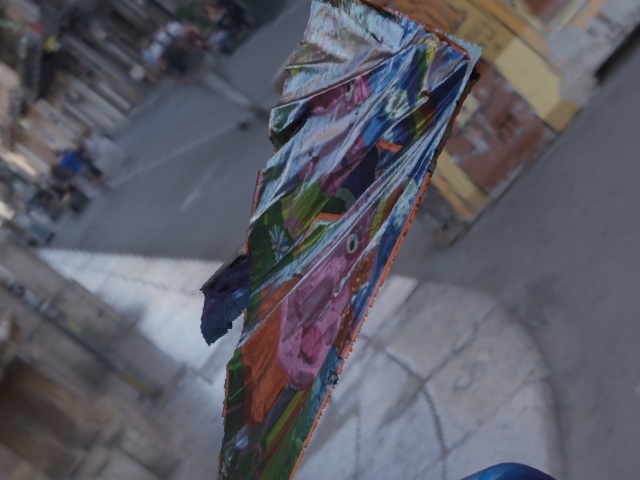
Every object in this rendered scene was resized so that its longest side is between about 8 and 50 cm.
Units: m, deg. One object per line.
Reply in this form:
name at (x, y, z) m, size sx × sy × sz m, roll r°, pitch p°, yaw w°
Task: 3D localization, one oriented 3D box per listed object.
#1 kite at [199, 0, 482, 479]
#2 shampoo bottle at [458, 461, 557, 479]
kite at (0.000, 0.000, 0.460) m, size 0.234 × 0.016 × 0.321 m, roll -42°, pitch 35°, yaw 54°
shampoo bottle at (0.038, 0.134, 0.455) m, size 0.050 × 0.087 × 0.183 m, roll -45°, pitch 2°, yaw -36°
